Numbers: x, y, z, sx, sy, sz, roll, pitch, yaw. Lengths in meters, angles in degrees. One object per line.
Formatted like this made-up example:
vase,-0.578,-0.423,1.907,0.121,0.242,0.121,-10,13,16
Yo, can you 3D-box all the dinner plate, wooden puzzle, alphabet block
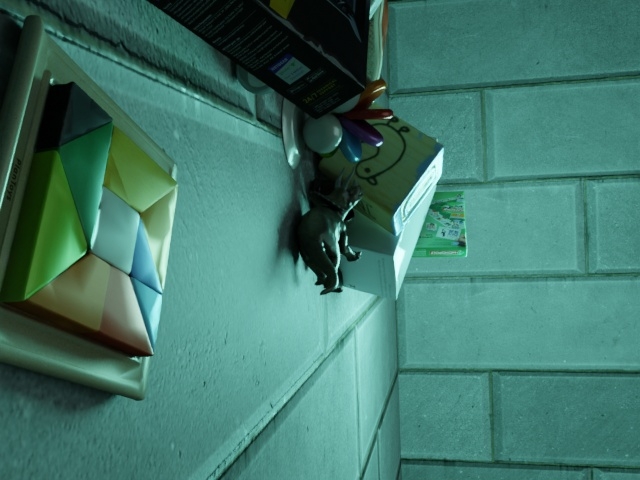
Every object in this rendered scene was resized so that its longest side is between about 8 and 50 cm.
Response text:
dinner plate,-0.045,-0.200,1.162,0.141,0.017,0.141,-2,90,-77
wooden puzzle,-0.164,-0.007,0.482,0.239,0.044,0.221,62,28,-65
alphabet block,0.136,-0.154,1.408,0.192,0.197,0.193,-54,165,-8

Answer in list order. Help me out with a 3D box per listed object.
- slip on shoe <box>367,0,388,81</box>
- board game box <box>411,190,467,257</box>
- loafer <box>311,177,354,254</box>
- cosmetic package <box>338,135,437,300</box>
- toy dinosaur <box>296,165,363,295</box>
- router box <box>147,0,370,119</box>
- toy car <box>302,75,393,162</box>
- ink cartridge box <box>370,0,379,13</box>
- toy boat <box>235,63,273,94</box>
slip on shoe,0.097,-0.425,1.447,0.101,0.123,0.332,25,70,-60
board game box,0.245,-0.047,1.801,0.046,0.317,0.214,78,15,-47
loafer,0.034,-0.039,1.364,0.220,0.078,0.080,74,19,-49
cosmetic package,0.176,-0.070,1.641,0.217,0.156,0.385,76,31,-56
toy dinosaur,0.000,0.000,1.189,0.160,0.121,0.313,67,28,-21
router box,-0.052,-0.323,0.696,0.243,0.081,0.309,29,53,-36
toy car,0.062,-0.225,1.189,0.182,0.136,0.159,-65,167,20
ink cartridge box,0.089,-0.528,1.250,0.283,0.117,0.207,-54,-174,26
toy boat,-0.046,-0.341,0.929,0.267,0.148,0.318,80,6,-57
